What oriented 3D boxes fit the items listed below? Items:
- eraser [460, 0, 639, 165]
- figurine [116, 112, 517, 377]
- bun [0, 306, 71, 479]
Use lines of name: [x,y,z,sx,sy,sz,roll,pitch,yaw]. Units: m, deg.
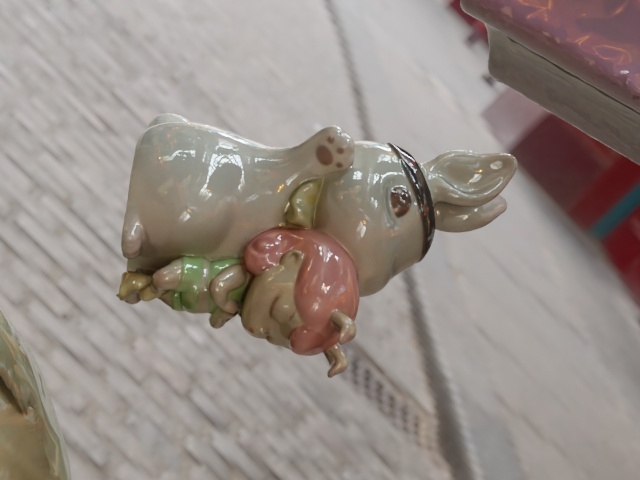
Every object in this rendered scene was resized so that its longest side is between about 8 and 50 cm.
eraser: [0.306,-0.136,1.010,0.359,0.272,0.122,36,-11,28]
figurine: [-0.002,0.006,0.660,0.146,0.098,0.081,9,-13,-1]
bun: [-0.275,0.141,0.707,0.211,0.359,0.360,24,-9,48]
